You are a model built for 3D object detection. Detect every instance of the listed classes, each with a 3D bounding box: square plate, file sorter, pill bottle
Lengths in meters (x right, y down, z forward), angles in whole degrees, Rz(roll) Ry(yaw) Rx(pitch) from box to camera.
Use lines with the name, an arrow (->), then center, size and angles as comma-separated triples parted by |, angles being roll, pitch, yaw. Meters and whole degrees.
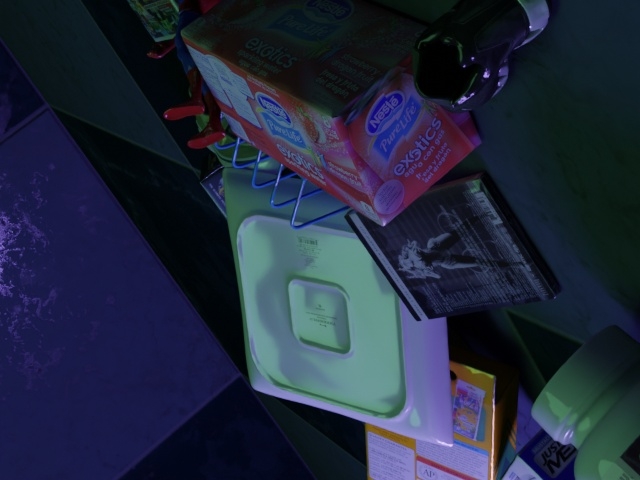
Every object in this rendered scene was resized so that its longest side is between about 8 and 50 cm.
square plate -> 0.010, 0.090, 1.606 | 0.347, 0.049, 0.344 | 11, 118, 36
file sorter -> -0.035, -0.113, 1.482 | 0.170, 0.118, 0.104 | 47, 140, 27
pill bottle -> 0.349, 0.224, 1.155 | 0.301, 0.169, 0.169 | 43, 164, 23

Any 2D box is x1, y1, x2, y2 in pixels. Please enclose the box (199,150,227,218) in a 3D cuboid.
box -> -0.105, -0.038, 1.970 | 0.233, 0.059, 0.183 | 53, -174, -15

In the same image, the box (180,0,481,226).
box -> 0.004, -0.161, 1.278 | 0.300, 0.142, 0.154 | 34, 159, 48

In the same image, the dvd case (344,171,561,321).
dvd case -> 0.145, 0.013, 1.386 | 0.221, 0.018, 0.164 | -15, 116, 49

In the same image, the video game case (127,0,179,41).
video game case -> -0.256, -0.373, 1.773 | 0.183, 0.023, 0.201 | 55, 164, -18

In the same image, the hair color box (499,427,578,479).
hair color box -> 0.387, 0.373, 1.534 | 0.339, 0.110, 0.185 | 43, 165, 15

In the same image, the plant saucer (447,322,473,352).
plant saucer -> 0.172, 0.167, 1.805 | 0.241, 0.037, 0.241 | 47, 165, 16

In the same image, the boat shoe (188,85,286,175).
boat shoe -> -0.120, -0.162, 1.727 | 0.094, 0.109, 0.302 | 60, 165, -27

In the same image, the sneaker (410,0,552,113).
sneaker -> 0.114, -0.152, 1.046 | 0.078, 0.106, 0.234 | 50, 166, 5

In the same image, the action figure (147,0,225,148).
action figure -> -0.185, -0.237, 1.465 | 0.091, 0.139, 0.280 | 56, -152, -52

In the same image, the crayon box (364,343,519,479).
crayon box -> 0.166, 0.247, 1.698 | 0.203, 0.083, 0.323 | 19, 134, 26
